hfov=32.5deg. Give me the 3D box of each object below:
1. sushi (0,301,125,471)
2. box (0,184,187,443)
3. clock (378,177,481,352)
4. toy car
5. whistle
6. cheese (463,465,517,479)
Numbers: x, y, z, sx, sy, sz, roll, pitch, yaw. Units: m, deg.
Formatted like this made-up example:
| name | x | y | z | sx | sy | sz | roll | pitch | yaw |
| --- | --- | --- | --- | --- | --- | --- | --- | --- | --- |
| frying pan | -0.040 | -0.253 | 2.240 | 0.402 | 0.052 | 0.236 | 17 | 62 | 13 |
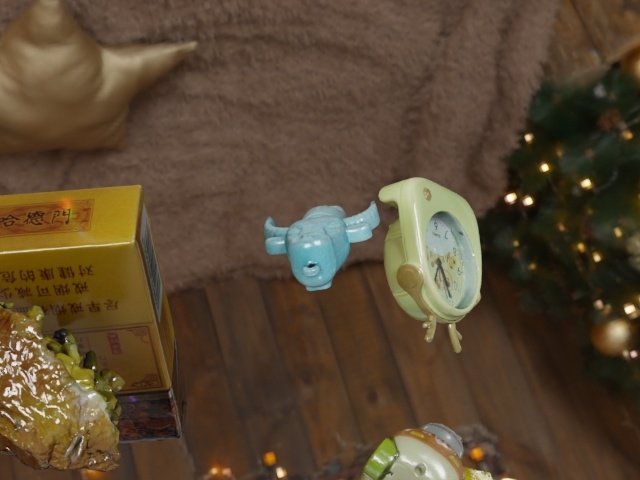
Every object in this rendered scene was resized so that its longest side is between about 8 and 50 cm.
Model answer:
| name | x | y | z | sx | sy | sz | roll | pitch | yaw |
| --- | --- | --- | --- | --- | --- | --- | --- | --- | --- |
| sushi | -0.341 | 0.154 | 1.281 | 0.179 | 0.296 | 0.167 | -46 | 163 | -28 |
| box | -0.338 | 0.120 | 1.481 | 0.264 | 0.116 | 0.415 | -6 | 135 | 0 |
| clock | 0.206 | 0.050 | 2.021 | 0.096 | 0.308 | 0.235 | -15 | 157 | 34 |
| toy car | 0.152 | 0.366 | 1.707 | 0.235 | 0.145 | 0.235 | -52 | 168 | -16 |
| whistle | 0.000 | 0.000 | 1.708 | 0.186 | 0.274 | 0.093 | -9 | 109 | 9 |
| cheese | 0.254 | 0.448 | 1.732 | 0.093 | 0.171 | 0.126 | 12 | -174 | 21 |
